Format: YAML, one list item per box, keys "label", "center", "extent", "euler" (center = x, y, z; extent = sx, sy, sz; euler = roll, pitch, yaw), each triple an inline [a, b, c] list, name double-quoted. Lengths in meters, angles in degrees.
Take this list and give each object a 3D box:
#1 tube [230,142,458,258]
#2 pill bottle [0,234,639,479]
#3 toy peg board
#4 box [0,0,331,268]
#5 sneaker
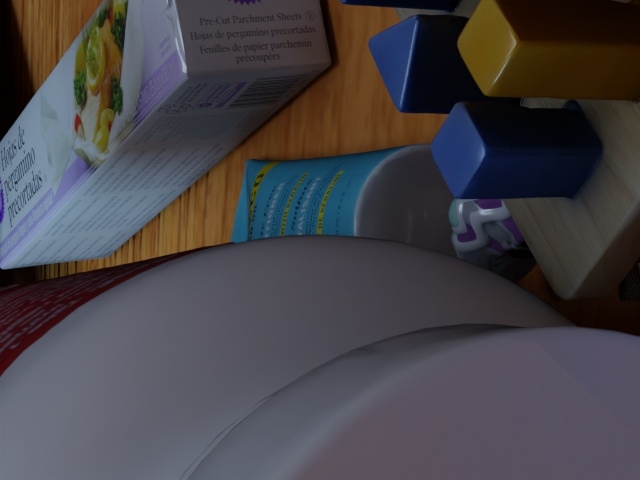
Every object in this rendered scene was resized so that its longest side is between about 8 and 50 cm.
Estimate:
- label: "tube"
  center: [0.000, 0.000, 0.638]
  extent: [0.207, 0.052, 0.080]
  euler: [171, 114, -70]
- label: "pill bottle"
  center: [-0.032, 0.117, 0.510]
  extent: [0.407, 0.229, 0.229]
  euler: [170, 93, -66]
- label: "toy peg board"
  center: [0.042, -0.096, 0.421]
  extent: [0.161, 0.079, 0.161]
  euler: [-61, 42, 40]
- label: "box"
  center: [-0.088, -0.055, 0.790]
  extent: [0.324, 0.067, 0.063]
  euler: [147, 115, -64]
- label: "sneaker"
  center: [0.071, -0.004, 0.484]
  extent: [0.098, 0.038, 0.069]
  euler: [108, 147, -43]
